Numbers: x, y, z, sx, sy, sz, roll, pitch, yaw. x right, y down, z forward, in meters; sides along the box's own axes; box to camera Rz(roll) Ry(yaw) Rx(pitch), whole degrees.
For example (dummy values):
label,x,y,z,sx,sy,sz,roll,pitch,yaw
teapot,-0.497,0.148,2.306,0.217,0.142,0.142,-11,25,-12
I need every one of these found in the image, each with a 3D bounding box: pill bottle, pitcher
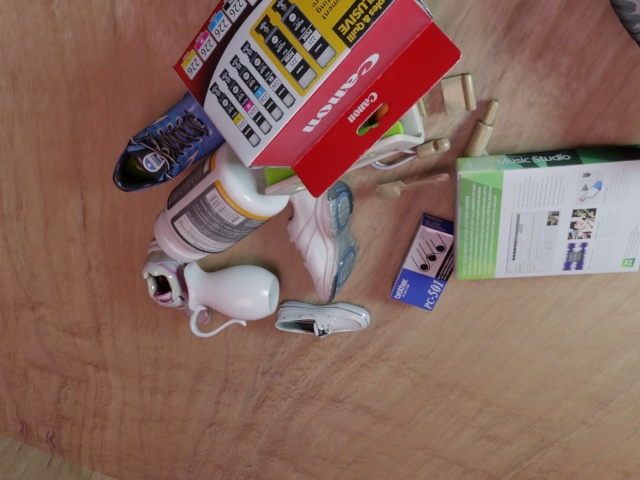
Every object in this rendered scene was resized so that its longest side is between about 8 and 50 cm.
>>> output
label,x,y,z,sx,sy,sz,roll,pitch,yaw
pill bottle,-0.202,-0.068,1.000,0.162,0.162,0.278,44,131,-19
pitcher,-0.205,0.142,1.174,0.207,0.125,0.178,3,97,12

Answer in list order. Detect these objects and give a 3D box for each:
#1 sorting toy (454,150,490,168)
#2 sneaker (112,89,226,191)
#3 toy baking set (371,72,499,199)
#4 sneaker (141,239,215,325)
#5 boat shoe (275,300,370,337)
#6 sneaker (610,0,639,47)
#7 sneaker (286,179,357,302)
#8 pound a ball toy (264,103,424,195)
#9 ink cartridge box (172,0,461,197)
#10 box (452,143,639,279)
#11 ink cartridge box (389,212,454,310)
label,x,y,z,sx,sy,sz,roll,pitch,yaw
sorting toy,0.288,-0.116,0.916,0.062,0.012,0.083,-30,114,33
sneaker,-0.263,-0.176,0.945,0.330,0.147,0.130,-29,115,31
toy baking set,0.188,-0.173,0.891,0.196,0.030,0.256,17,124,12
sneaker,-0.351,0.124,1.232,0.103,0.111,0.252,-16,122,27
boat shoe,0.002,0.198,1.208,0.226,0.076,0.083,1,128,16
sneaker,0.485,-0.269,0.616,0.384,0.145,0.147,44,143,-8
sneaker,0.000,0.000,1.053,0.129,0.111,0.297,14,128,25
pound a ball toy,0.034,-0.220,0.851,0.319,0.135,0.208,-18,86,33
ink cartridge box,-0.012,-0.251,0.712,0.309,0.130,0.272,-44,76,25
box,0.395,-0.042,0.885,0.321,0.058,0.232,-4,125,7
ink cartridge box,0.219,0.049,1.045,0.097,0.046,0.207,18,130,2
